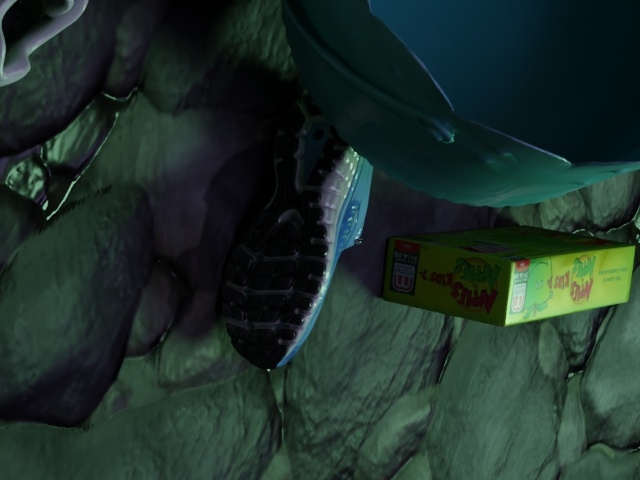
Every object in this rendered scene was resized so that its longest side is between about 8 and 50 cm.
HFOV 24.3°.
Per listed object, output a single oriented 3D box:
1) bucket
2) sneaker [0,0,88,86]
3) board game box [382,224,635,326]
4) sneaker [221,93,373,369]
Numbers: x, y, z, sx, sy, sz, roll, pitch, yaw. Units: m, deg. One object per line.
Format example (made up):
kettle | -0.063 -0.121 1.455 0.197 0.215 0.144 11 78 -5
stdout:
bucket | 0.112 -0.151 0.765 0.281 0.183 0.281 3 79 -15
sneaker | -0.119 -0.122 0.650 0.053 0.061 0.152 50 57 -45
board game box | 0.131 0.021 1.007 0.181 0.092 0.043 -5 104 -54
sneaker | 0.000 0.000 0.847 0.073 0.063 0.162 40 66 -54
